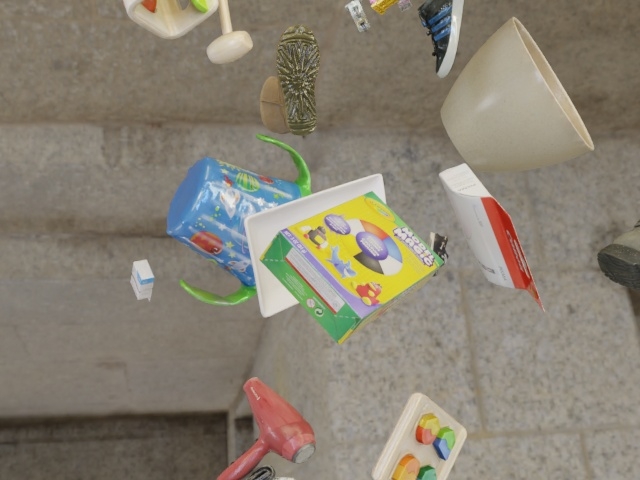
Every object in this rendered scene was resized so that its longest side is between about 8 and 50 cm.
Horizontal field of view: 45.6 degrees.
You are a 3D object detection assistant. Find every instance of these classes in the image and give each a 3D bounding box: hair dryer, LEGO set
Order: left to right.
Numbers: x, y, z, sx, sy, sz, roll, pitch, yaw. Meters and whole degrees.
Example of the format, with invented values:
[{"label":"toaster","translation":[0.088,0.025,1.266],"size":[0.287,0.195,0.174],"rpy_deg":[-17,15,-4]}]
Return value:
[{"label":"hair dryer","translation":[-0.119,0.391,1.408],"size":[0.224,0.293,0.080],"rpy_deg":[-4,147,12]},{"label":"LEGO set","translation":[0.176,-0.518,1.462],"size":[0.287,0.107,0.132],"rpy_deg":[-24,166,1]}]

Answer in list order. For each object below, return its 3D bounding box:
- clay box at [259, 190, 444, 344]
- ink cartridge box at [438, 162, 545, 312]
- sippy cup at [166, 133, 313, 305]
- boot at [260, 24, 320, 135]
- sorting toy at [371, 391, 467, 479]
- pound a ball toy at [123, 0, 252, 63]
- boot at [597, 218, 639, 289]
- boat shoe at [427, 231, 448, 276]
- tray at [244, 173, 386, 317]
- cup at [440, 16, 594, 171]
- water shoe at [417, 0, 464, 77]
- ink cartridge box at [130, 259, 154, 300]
[{"label":"clay box","translation":[0.049,0.018,0.861],"size":[0.222,0.127,0.053],"rpy_deg":[-27,159,-51]},{"label":"ink cartridge box","translation":[0.272,-0.002,1.229],"size":[0.066,0.232,0.189],"rpy_deg":[-23,116,9]},{"label":"sippy cup","translation":[-0.164,-0.043,1.467],"size":[0.224,0.305,0.240],"rpy_deg":[27,148,-26]},{"label":"boot","translation":[-0.080,-0.344,1.669],"size":[0.089,0.236,0.269],"rpy_deg":[-1,-168,-15]},{"label":"sorting toy","translation":[0.207,0.426,1.519],"size":[0.038,0.193,0.208],"rpy_deg":[14,158,48]},{"label":"pound a ball toy","translation":[-0.257,-0.443,1.258],"size":[0.136,0.319,0.208],"rpy_deg":[-28,160,20]},{"label":"boot","translation":[0.546,0.023,1.110],"size":[0.161,0.246,0.083],"rpy_deg":[-38,131,-16]},{"label":"boat shoe","translation":[0.210,0.027,1.365],"size":[0.038,0.125,0.046],"rpy_deg":[11,118,3]},{"label":"tray","translation":[0.000,0.000,1.112],"size":[0.270,0.145,0.030],"rpy_deg":[-21,-163,-39]},{"label":"cup","translation":[0.406,-0.281,1.668],"size":[0.237,0.331,0.331],"rpy_deg":[-30,149,25]},{"label":"water shoe","translation":[0.212,-0.396,1.363],"size":[0.080,0.203,0.073],"rpy_deg":[8,-160,5]},{"label":"ink cartridge box","translation":[-0.355,0.083,1.516],"size":[0.028,0.048,0.083],"rpy_deg":[-12,145,-29]}]
